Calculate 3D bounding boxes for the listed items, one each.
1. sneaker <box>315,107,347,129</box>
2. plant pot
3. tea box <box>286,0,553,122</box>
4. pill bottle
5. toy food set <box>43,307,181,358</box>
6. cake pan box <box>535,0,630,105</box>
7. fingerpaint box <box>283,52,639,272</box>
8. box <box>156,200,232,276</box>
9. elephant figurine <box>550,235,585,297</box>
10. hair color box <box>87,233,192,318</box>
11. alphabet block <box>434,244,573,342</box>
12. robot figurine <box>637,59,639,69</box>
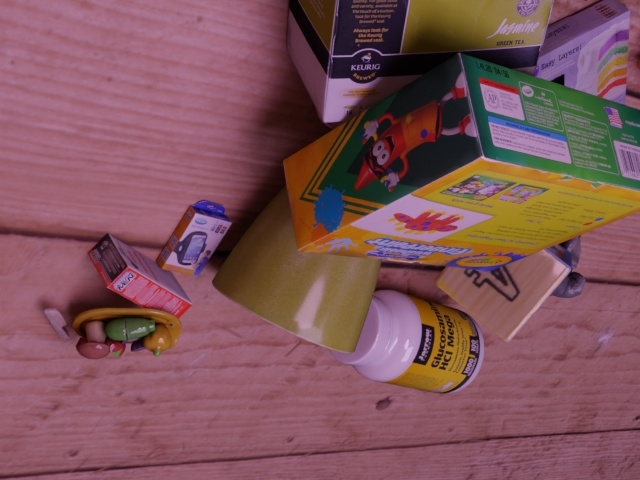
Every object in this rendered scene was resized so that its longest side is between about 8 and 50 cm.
[{"bbox_3d":[0.117,-0.211,1.677,0.252,0.111,0.103,3,106,1],"label":"sneaker"},{"bbox_3d":[0.000,0.000,1.760,0.275,0.275,0.293,23,94,-46],"label":"plant pot"},{"bbox_3d":[0.143,-0.368,1.481,0.329,0.220,0.323,-5,131,-17],"label":"tea box"},{"bbox_3d":[0.171,0.204,2.098,0.334,0.188,0.188,18,114,-45],"label":"pill bottle"},{"bbox_3d":[-0.340,0.167,1.691,0.218,0.071,0.128,0,150,-5],"label":"toy food set"},{"bbox_3d":[0.462,-0.301,1.951,0.267,0.070,0.245,-27,136,-13],"label":"cake pan box"},{"bbox_3d":[0.233,-0.095,1.551,0.445,0.163,0.371,7,156,-40],"label":"fingerpaint box"},{"bbox_3d":[-0.211,-0.004,1.744,0.081,0.028,0.136,15,118,-44],"label":"box"},{"bbox_3d":[0.505,-0.005,2.211,0.169,0.186,0.239,10,115,-2],"label":"elephant figurine"},{"bbox_3d":[-0.296,0.065,1.691,0.053,0.093,0.167,-44,139,5],"label":"hair color box"},{"bbox_3d":[0.371,0.057,2.066,0.197,0.193,0.192,-52,172,15],"label":"alphabet block"},{"bbox_3d":[0.740,-0.361,2.058,0.219,0.128,0.158,-6,91,-33],"label":"robot figurine"}]
